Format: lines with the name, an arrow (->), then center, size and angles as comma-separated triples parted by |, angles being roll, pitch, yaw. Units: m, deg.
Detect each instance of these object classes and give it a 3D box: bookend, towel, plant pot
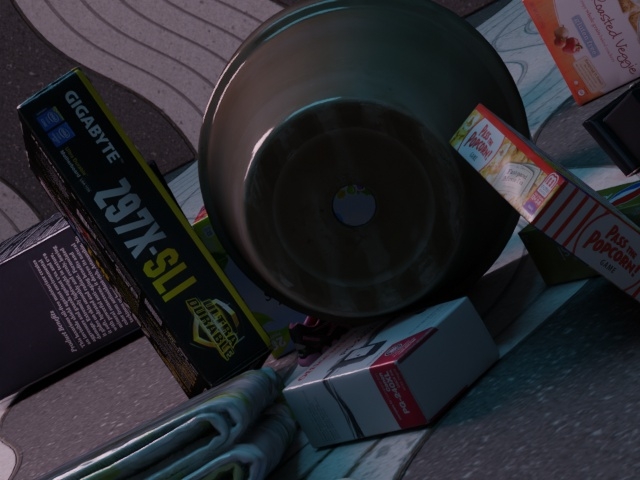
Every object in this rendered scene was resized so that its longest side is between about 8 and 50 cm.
bookend -> 0.365, -0.160, 1.835 | 0.157, 0.072, 0.156 | -36, -8, -27
towel -> -0.176, 0.216, 1.505 | 0.321, 0.090, 0.374 | -26, -1, 3
plant pot -> 0.037, -0.058, 1.656 | 0.323, 0.323, 0.280 | -29, 8, 8

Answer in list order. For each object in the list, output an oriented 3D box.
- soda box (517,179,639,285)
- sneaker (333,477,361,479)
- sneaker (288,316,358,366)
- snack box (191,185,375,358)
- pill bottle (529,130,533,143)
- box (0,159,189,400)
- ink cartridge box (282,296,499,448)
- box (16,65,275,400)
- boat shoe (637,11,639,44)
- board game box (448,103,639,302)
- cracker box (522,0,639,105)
soda box -> 0.258, -0.011, 1.589 | 0.061, 0.058, 0.181 | -37, 12, -34
sneaker -> -0.035, 0.213, 1.321 | 0.152, 0.058, 0.084 | -38, 20, -9
sneaker -> 0.016, 0.077, 1.843 | 0.119, 0.057, 0.047 | -35, 9, -30
snack box -> 0.000, 0.000, 1.922 | 0.207, 0.174, 0.070 | -26, 14, 15
pill bottle -> 0.102, -0.076, 2.083 | 0.264, 0.146, 0.146 | -20, 14, 41
box -> -0.340, 0.053, 2.586 | 0.294, 0.182, 0.296 | -27, 9, 11
ink cartridge box -> 0.057, 0.112, 1.541 | 0.150, 0.063, 0.109 | -18, 15, 47
box -> -0.174, 0.009, 1.793 | 0.079, 0.322, 0.257 | -34, -6, -10
boat shoe -> 0.532, -0.299, 2.089 | 0.355, 0.132, 0.130 | -37, 19, 7
board game box -> 0.195, -0.025, 1.450 | 0.045, 0.147, 0.193 | -52, 25, 8
cracker box -> 0.390, -0.289, 2.280 | 0.232, 0.155, 0.067 | -26, 11, 22
